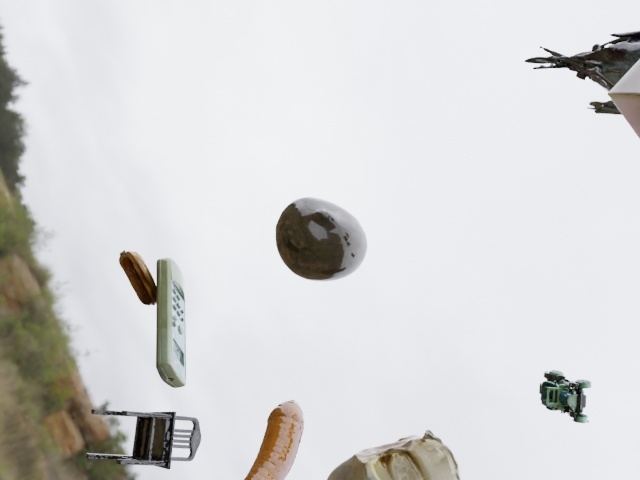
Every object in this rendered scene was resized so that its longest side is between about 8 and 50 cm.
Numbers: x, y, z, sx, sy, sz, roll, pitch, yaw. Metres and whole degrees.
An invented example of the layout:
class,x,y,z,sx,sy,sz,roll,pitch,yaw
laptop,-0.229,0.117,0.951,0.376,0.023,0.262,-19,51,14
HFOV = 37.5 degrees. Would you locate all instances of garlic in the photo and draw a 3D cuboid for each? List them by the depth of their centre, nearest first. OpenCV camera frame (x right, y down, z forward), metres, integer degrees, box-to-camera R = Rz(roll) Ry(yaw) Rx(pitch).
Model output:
class,x,y,z,sx,sy,sz,roll,pitch,yaw
garlic,0.138,0.517,1.924,0.184,0.281,0.203,-36,-110,60

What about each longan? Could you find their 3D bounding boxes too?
class,x,y,z,sx,sy,sz,roll,pitch,yaw
longan,0.000,0.000,1.865,0.189,0.189,0.189,45,-34,42

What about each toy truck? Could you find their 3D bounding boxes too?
class,x,y,z,sx,sy,sz,roll,pitch,yaw
toy truck,0.449,0.294,1.790,0.154,0.078,0.080,-172,-94,-78

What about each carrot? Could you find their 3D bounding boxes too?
class,x,y,z,sx,sy,sz,roll,pitch,yaw
carrot,-0.083,0.338,1.372,0.062,0.271,0.066,6,-47,23

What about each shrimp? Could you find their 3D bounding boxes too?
class,x,y,z,sx,sy,sz,roll,pitch,yaw
shrimp,0.509,-0.237,1.478,0.137,0.372,0.172,30,62,-74

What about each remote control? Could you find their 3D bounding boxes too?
class,x,y,z,sx,sy,sz,roll,pitch,yaw
remote control,-0.270,0.146,1.705,0.098,0.038,0.234,70,12,-55

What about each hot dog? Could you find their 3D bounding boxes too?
class,x,y,z,sx,sy,sz,roll,pitch,yaw
hot dog,-0.330,0.068,1.736,0.049,0.037,0.122,-11,-64,25

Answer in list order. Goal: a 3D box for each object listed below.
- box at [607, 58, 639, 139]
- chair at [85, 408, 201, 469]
class,x,y,z,sx,sy,sz,roll,pitch,yaw
box,0.537,-0.173,1.254,0.252,0.203,0.106,46,-7,-23
chair,-0.240,0.304,1.447,0.101,0.212,0.084,-6,-106,45
